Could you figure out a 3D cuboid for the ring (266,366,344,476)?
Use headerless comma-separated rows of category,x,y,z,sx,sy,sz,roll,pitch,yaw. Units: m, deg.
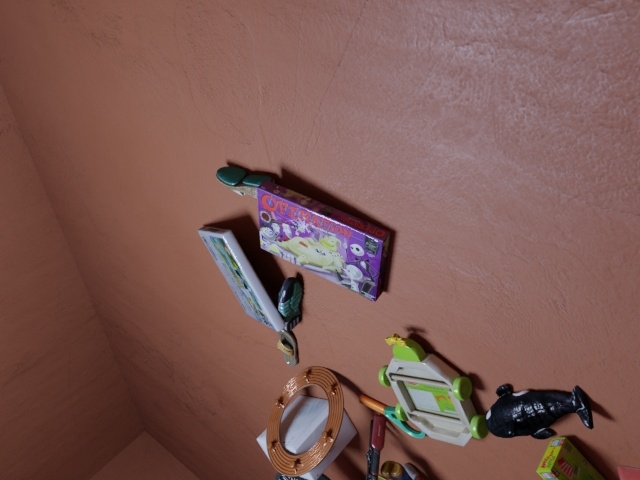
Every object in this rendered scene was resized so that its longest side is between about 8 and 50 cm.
ring,-0.059,0.544,1.858,0.032,0.337,0.336,35,156,-33

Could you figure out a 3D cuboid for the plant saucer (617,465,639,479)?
plant saucer,0.747,0.573,1.194,0.259,0.047,0.259,-14,110,54

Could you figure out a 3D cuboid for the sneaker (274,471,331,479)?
sneaker,0.038,0.913,2.099,0.447,0.169,0.257,29,166,3

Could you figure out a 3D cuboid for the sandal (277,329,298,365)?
sandal,-0.113,0.347,1.960,0.072,0.049,0.180,22,136,35

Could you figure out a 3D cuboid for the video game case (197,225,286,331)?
video game case,-0.243,0.107,1.833,0.329,0.036,0.300,62,160,-15

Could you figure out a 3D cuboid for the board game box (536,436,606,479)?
board game box,0.556,0.523,1.309,0.181,0.092,0.043,46,146,-2

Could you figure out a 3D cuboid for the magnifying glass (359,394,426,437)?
magnifying glass,0.208,0.503,1.759,0.230,0.026,0.092,18,134,39

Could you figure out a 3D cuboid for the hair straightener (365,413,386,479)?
hair straightener,0.162,0.635,1.782,0.047,0.231,0.089,8,144,-7

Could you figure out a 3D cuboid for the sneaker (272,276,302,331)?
sneaker,-0.112,0.172,1.775,0.098,0.083,0.224,37,144,27

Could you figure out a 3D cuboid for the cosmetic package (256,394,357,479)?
cosmetic package,-0.046,0.640,1.998,0.224,0.224,0.138,-11,114,52

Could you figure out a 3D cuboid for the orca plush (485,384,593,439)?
orca plush,0.452,0.401,1.320,0.287,0.102,0.151,-18,107,54

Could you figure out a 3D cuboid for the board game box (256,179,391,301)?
board game box,0.000,0.000,1.479,0.346,0.056,0.208,24,134,23

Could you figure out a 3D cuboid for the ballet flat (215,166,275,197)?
ballet flat,-0.194,-0.142,1.590,0.206,0.073,0.067,21,143,40

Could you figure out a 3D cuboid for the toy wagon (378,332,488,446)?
toy wagon,0.268,0.367,1.531,0.267,0.068,0.345,-4,117,50

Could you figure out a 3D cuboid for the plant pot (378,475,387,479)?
plant pot,0.204,0.852,2.041,0.081,0.081,0.083,11,142,43

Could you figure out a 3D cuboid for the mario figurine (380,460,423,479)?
mario figurine,0.266,0.803,1.812,0.320,0.198,0.170,48,168,-22
